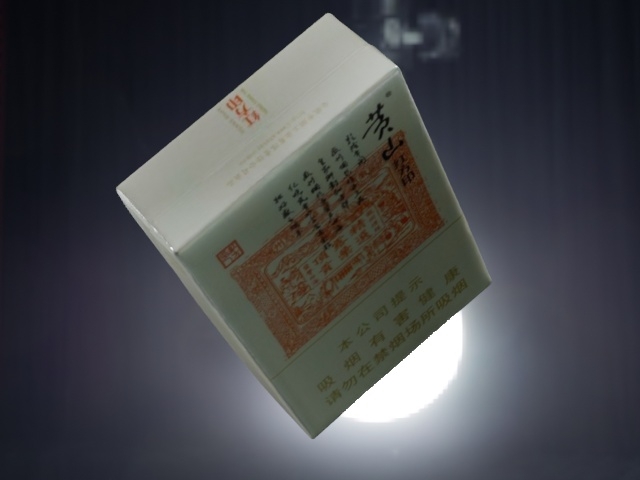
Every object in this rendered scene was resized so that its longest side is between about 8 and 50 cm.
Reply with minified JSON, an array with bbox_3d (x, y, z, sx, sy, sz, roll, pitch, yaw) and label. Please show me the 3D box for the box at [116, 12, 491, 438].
[{"bbox_3d":[0.000,0.000,0.777,0.058,0.141,0.201,44,-11,37],"label":"box"}]
